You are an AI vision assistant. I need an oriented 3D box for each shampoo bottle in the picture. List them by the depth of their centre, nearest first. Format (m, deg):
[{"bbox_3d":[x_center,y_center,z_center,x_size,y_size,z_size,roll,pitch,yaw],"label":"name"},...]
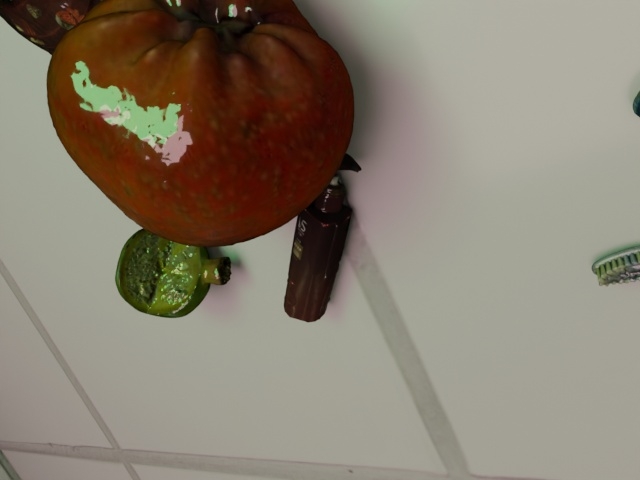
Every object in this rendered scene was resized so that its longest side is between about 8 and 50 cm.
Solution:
[{"bbox_3d":[0.000,0.001,0.578,0.068,0.067,0.236,29,126,25],"label":"shampoo bottle"}]

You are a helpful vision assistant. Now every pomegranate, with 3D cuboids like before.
[{"bbox_3d":[-0.224,0.050,0.713,0.169,0.143,0.122,0,161,-10],"label":"pomegranate"}]

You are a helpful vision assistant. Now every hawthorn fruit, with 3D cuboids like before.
[{"bbox_3d":[-0.115,-0.111,0.479,0.277,0.277,0.298,34,150,13],"label":"hawthorn fruit"}]

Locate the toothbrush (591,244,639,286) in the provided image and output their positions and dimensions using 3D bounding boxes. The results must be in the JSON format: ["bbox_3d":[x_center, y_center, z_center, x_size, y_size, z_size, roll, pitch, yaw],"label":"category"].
[{"bbox_3d":[0.413,-0.018,0.341,0.375,0.037,0.028,-19,106,34],"label":"toothbrush"}]

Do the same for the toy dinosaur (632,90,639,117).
[{"bbox_3d":[0.402,-0.138,0.257,0.363,0.076,0.147,3,122,26],"label":"toy dinosaur"}]

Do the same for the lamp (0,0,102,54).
[{"bbox_3d":[-0.285,-0.320,0.491,0.247,0.247,0.247,14,120,25],"label":"lamp"}]
